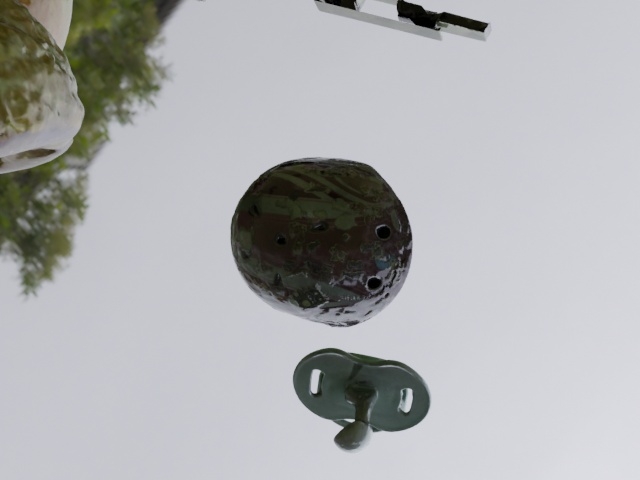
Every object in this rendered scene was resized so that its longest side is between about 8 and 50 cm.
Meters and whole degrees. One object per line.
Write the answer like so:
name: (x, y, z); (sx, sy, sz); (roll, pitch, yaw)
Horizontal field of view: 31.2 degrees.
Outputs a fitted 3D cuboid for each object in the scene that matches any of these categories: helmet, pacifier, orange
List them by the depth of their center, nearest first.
helmet: (-0.016, -0.003, 1.027); (0.177, 0.107, 0.153); (15, -85, 48)
orange: (-0.376, -0.153, 1.125); (0.270, 0.211, 0.368); (-5, 180, -19)
pacifier: (0.038, 0.180, 1.208); (0.150, 0.127, 0.117); (15, -138, 1)

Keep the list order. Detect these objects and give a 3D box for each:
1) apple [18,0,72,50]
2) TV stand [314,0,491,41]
apple: (-0.513, -0.344, 1.616); (0.339, 0.340, 0.340); (-17, -139, 15)
TV stand: (0.105, -0.304, 1.527); (0.249, 0.036, 0.042); (18, -102, 17)
